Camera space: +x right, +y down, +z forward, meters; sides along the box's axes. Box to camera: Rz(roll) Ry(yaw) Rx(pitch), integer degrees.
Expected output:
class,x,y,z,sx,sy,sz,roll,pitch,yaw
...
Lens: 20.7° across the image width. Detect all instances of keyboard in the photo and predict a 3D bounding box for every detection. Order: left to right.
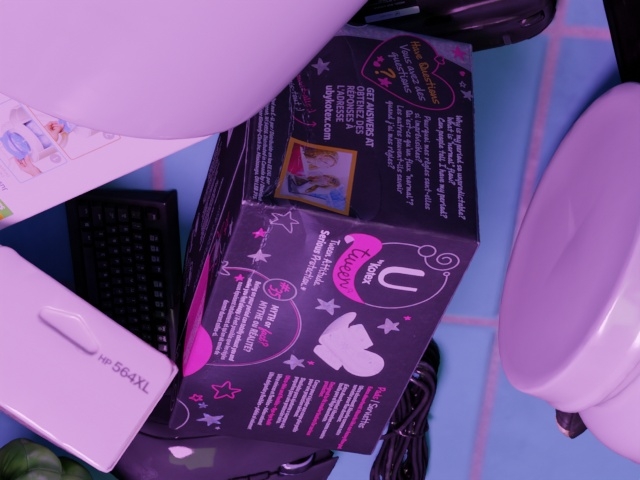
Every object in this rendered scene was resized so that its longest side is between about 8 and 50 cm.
class,x,y,z,sx,sy,sz,roll,pitch,yaw
keyboard,-0.124,0.040,1.256,0.108,0.023,0.180,2,130,3

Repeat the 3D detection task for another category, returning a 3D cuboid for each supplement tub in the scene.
class,x,y,z,sx,sy,sz,roll,pitch,yaw
supplement tub,0.299,0.050,1.079,0.325,0.235,0.235,20,128,-13

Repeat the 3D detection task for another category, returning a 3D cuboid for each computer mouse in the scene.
class,x,y,z,sx,sy,sz,roll,pitch,yaw
computer mouse,-0.036,0.133,1.281,0.262,0.060,0.184,5,129,-8

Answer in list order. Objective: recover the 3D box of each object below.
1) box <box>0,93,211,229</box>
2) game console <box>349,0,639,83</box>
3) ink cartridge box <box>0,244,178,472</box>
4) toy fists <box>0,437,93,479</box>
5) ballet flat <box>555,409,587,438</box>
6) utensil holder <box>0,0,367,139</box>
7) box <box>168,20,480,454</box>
class,x,y,z,sx,sy,sz,roll,pitch,yaw
box,-0.169,-0.096,1.090,0.203,0.114,0.103,-22,123,22
game console,0.115,-0.176,1.046,0.361,0.044,0.213,-10,125,13
ink cartridge box,-0.189,0.078,1.167,0.148,0.203,0.086,35,80,-7
toy fists,-0.254,0.182,1.220,0.279,0.142,0.096,36,160,-21
ballet flat,0.189,0.071,1.244,0.049,0.057,0.173,32,137,33
utensil holder,-0.037,-0.281,0.799,0.328,0.327,0.385,31,128,-18
box,0.000,0.000,1.089,0.142,0.163,0.247,10,142,-10
